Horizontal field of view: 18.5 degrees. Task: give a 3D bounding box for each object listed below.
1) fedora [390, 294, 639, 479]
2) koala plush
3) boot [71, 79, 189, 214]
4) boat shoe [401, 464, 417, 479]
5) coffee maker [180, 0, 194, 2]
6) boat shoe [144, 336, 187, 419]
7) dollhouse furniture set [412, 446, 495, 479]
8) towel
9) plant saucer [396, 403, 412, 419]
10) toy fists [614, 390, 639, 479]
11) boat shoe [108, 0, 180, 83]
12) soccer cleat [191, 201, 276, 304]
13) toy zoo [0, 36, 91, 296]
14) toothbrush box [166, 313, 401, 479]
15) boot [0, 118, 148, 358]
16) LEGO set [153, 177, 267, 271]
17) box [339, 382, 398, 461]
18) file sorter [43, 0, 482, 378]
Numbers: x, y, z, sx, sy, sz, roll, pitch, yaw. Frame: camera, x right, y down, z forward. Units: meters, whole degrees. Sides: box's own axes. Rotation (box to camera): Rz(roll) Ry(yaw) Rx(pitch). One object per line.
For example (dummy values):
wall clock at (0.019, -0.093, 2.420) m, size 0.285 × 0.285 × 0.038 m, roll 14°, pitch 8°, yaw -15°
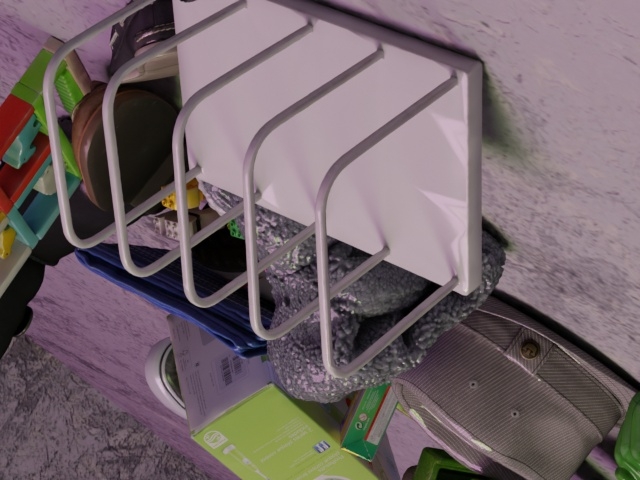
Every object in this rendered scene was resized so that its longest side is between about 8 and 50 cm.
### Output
fedora at (0.174, 0.155, 1.870) m, size 0.275 × 0.124 × 0.244 m, roll 35°, pitch 166°, yaw -7°
koala plush at (0.000, 0.000, 1.648) m, size 0.196 × 0.203 × 0.221 m, roll 9°, pitch 140°, yaw 56°
boot at (-0.196, -0.100, 1.824) m, size 0.115 × 0.112 × 0.305 m, roll 42°, pitch 178°, yaw 9°
boat shoe at (0.244, 0.341, 2.175) m, size 0.355 × 0.130 × 0.132 m, roll 21°, pitch 165°, yaw -22°
coffee maker at (-0.094, -0.238, 1.138) m, size 0.178 × 0.120 × 0.171 m, roll 35°, pitch 160°, yaw -21°
boat shoe at (-0.086, 0.221, 2.724) m, size 0.335 × 0.121 × 0.119 m, roll 29°, pitch 162°, yaw -31°
dollhouse furniture set at (0.247, 0.327, 1.978) m, size 0.301 × 0.151 × 0.197 m, roll 13°, pitch -174°, yaw -27°
towel at (-0.075, 0.066, 2.030) m, size 0.243 × 0.040 × 0.336 m, roll 25°, pitch -172°, yaw 29°
plant saucer at (0.177, 0.201, 2.180) m, size 0.188 × 0.045 × 0.188 m, roll 33°, pitch 166°, yaw 1°
toy fists at (0.347, 0.224, 1.791) m, size 0.142 × 0.096 × 0.279 m, roll 25°, pitch 165°, yaw 31°
boat shoe at (-0.140, -0.171, 1.640) m, size 0.206 × 0.075 × 0.065 m, roll 169°, pitch 89°, yaw -78°
soccer cleat at (0.009, 0.035, 1.905) m, size 0.318 × 0.109 × 0.116 m, roll 21°, pitch 175°, yaw 44°
toy zoo at (-0.313, -0.038, 1.935) m, size 0.030 × 0.293 × 0.192 m, roll 28°, pitch 165°, yaw 17°
toothbrush box at (-0.039, 0.199, 2.301) m, size 0.283 × 0.122 × 0.206 m, roll 46°, pitch -163°, yaw -38°
boot at (-0.374, 0.089, 2.180) m, size 0.146 × 0.445 × 0.367 m, roll 38°, pitch 165°, yaw -18°
LEGO set at (-0.092, -0.026, 1.849) m, size 0.227 × 0.093 × 0.087 m, roll 15°, pitch 118°, yaw 45°
box at (0.058, 0.177, 2.164) m, size 0.043 × 0.105 × 0.179 m, roll 24°, pitch -176°, yaw -3°
file sorter at (-0.045, -0.053, 1.416) m, size 0.277 × 0.173 × 0.193 m, roll 24°, pitch 133°, yaw 33°
